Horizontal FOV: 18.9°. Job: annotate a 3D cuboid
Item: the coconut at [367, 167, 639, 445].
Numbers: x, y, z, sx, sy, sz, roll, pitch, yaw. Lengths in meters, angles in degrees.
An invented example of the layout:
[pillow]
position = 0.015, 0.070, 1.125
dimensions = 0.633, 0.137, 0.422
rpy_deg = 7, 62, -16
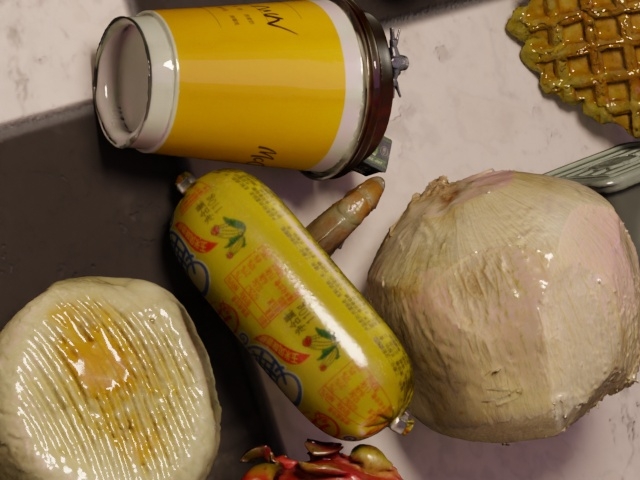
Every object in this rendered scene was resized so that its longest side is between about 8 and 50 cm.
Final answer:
[coconut]
position = 0.195, 0.055, 2.026
dimensions = 0.297, 0.297, 0.255
rpy_deg = -24, 110, -39

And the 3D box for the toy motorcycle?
[toy motorcycle]
position = 0.047, -0.150, 2.072
dimensions = 0.058, 0.100, 0.173
rpy_deg = 26, 66, -32

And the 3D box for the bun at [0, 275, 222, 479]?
[bun]
position = -0.203, 0.158, 1.776
dimensions = 0.244, 0.153, 0.244
rpy_deg = 5, 73, -17

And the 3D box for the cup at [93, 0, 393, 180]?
[cup]
position = -0.075, -0.156, 1.929
dimensions = 0.279, 0.196, 0.196
rpy_deg = -2, 82, -31

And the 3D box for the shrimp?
[shrimp]
position = 0.000, 0.000, 2.015
dimensions = 0.190, 0.101, 0.042
rpy_deg = -44, 92, -15

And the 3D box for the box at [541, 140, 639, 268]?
[box]
position = 0.363, -0.032, 2.270
dimensions = 0.243, 0.163, 0.135
rpy_deg = -21, 103, -40

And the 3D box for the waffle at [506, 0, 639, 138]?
[waffle]
position = 0.368, -0.260, 2.265
dimensions = 0.291, 0.291, 0.051
rpy_deg = 59, 18, -13

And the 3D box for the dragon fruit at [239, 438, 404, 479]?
[dragon fruit]
position = -0.026, 0.335, 1.852
dimensions = 0.307, 0.243, 0.227
rpy_deg = -17, 119, -3

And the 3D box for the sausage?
[sausage]
position = -0.032, 0.061, 1.898
dimensions = 0.123, 0.123, 0.347
rpy_deg = -31, 75, -39
